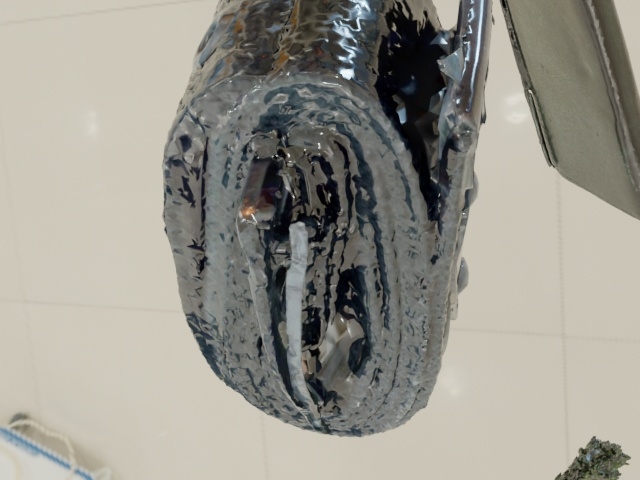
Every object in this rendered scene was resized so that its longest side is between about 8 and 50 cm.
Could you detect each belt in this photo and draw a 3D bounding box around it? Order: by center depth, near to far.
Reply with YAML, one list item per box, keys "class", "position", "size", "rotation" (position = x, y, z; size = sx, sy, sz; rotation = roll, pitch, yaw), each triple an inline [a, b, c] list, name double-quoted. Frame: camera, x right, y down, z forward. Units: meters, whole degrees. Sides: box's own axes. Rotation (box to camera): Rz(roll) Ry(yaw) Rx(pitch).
- class: "belt"
  position: [0.000, 0.000, 0.395]
  size: [0.122, 0.128, 0.218]
  rotation: [7, 141, 8]

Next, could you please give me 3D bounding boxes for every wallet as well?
- class: "wallet"
  position: [0.225, -0.172, 0.887]
  size: [0.045, 0.172, 0.318]
  rotation: [-31, 120, -8]

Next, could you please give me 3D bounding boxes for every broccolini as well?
- class: "broccolini"
  position: [0.209, 0.287, 0.965]
  size: [0.062, 0.271, 0.123]
  rotation: [41, 160, 37]
